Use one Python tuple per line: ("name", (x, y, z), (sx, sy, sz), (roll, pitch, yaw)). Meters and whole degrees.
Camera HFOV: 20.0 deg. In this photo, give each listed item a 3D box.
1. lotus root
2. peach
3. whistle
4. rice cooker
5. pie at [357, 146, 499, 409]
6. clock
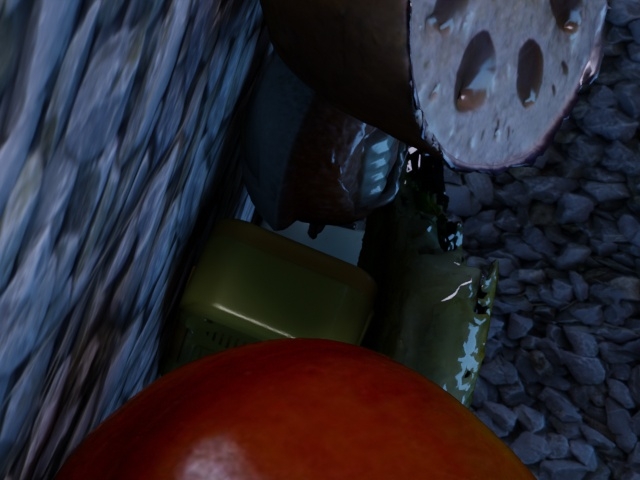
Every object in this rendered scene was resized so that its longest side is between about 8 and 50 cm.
("lotus root", (0.060, -0.181, 1.116), (0.272, 0.192, 0.272), (-32, 133, -42))
("peach", (-0.023, 0.260, 1.075), (0.388, 0.388, 0.388), (20, 90, -88))
("whistle", (0.010, -0.130, 1.351), (0.142, 0.134, 0.346), (-25, 143, -29))
("rice cooker", (0.000, 0.000, 1.888), (0.127, 0.145, 0.206), (-83, -169, -50))
("pie", (0.068, 0.050, 1.491), (0.371, 0.078, 0.296), (-92, -164, -53))
("clock", (-0.044, 0.073, 1.436), (0.202, 0.143, 0.096), (116, -1, -65))
